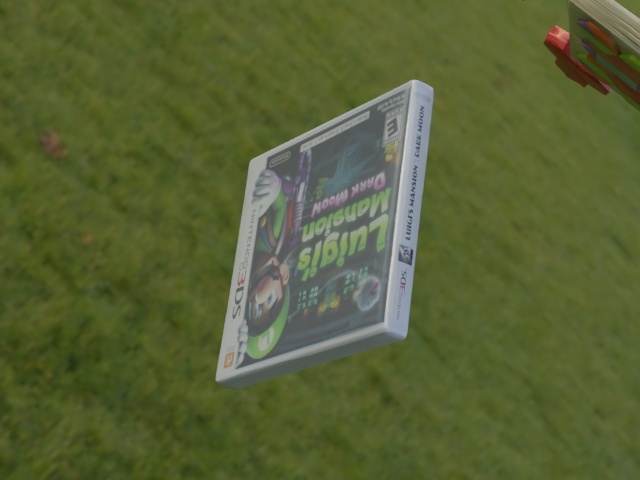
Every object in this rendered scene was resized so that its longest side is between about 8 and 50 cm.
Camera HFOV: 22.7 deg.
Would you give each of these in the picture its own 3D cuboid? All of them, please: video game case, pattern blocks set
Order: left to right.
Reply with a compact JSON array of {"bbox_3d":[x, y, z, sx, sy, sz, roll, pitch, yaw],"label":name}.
[{"bbox_3d":[0.000,0.000,1.055,0.022,0.190,0.173,22,64,-31],"label":"video game case"},{"bbox_3d":[0.259,-0.148,1.334,0.285,0.026,0.325,40,-1,29],"label":"pattern blocks set"}]
